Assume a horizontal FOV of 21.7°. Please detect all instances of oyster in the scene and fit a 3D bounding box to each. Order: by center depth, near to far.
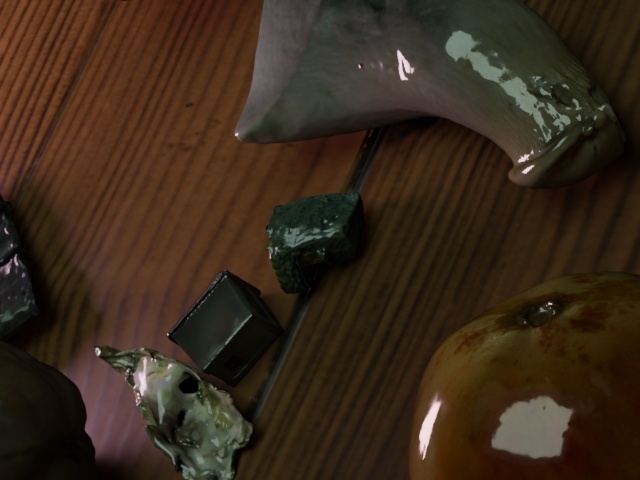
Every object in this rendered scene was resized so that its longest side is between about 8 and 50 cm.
[{"bbox_3d":[-0.124,0.147,1.529,0.106,0.061,0.200,-41,52,13],"label":"oyster"}]

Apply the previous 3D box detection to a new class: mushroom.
[{"bbox_3d":[0.100,-0.145,1.448,0.397,0.126,0.177,11,83,45],"label":"mushroom"}]

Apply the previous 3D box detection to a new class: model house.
[{"bbox_3d":[0.000,0.000,1.503,0.083,0.066,0.078,-12,44,17],"label":"model house"}]

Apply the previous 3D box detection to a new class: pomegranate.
[{"bbox_3d":[0.183,0.160,1.106,0.252,0.270,0.229,-17,18,-5],"label":"pomegranate"}]

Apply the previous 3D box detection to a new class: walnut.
[{"bbox_3d":[-0.336,0.218,1.537,0.273,0.273,0.227,-31,15,25],"label":"walnut"}]

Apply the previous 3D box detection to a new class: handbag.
[{"bbox_3d":[-0.390,0.042,1.816,0.175,0.088,0.270,-40,44,6],"label":"handbag"}]

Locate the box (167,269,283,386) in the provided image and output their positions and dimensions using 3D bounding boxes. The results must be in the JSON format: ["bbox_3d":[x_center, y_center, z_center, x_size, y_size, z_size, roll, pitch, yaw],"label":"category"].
[{"bbox_3d":[-0.084,0.082,1.521,0.084,0.060,0.063,-49,47,6],"label":"box"}]
